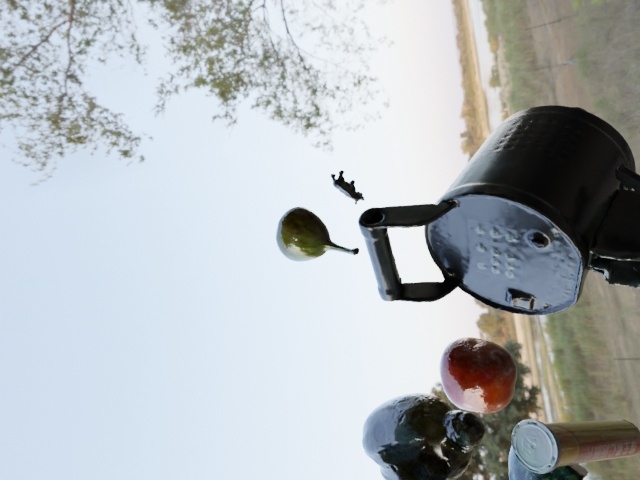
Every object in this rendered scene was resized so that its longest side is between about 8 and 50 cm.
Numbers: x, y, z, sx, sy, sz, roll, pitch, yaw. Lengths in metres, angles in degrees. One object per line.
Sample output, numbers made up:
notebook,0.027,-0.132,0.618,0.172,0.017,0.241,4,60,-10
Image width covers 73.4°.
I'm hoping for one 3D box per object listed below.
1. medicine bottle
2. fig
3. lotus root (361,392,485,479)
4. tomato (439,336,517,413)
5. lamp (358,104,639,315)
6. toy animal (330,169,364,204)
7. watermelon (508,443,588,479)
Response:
medicine bottle,0.642,0.486,1.045,0.425,0.108,0.108,12,-112,-31
fig,0.000,0.000,1.100,0.149,0.245,0.149,-38,-43,-46
lotus root,0.126,0.248,0.536,0.088,0.192,0.113,-24,-105,-41
tomato,0.462,0.407,1.288,0.188,0.232,0.232,0,-98,-43
lamp,0.275,-0.048,0.591,0.272,0.373,0.205,-64,-34,-40
toy animal,0.088,-0.153,1.295,0.135,0.047,0.065,36,-151,-35
watermelon,0.591,0.552,1.086,0.207,0.202,0.136,146,114,-64
